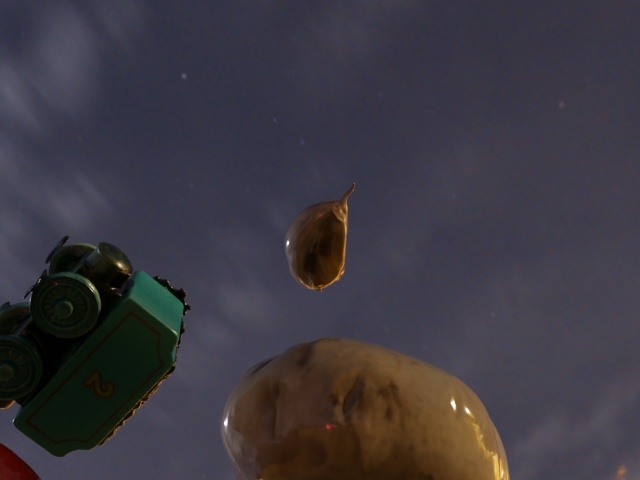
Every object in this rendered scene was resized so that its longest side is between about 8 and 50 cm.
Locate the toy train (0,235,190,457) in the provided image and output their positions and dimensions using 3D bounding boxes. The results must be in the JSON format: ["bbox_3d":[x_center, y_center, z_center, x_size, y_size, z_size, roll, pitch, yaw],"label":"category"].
[{"bbox_3d":[-0.233,0.104,1.031,0.163,0.112,0.203,41,-77,-14],"label":"toy train"}]

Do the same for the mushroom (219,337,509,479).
[{"bbox_3d":[0.026,0.276,1.063,0.315,0.336,0.314,14,-39,11],"label":"mushroom"}]

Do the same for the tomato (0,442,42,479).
[{"bbox_3d":[-0.264,0.218,0.818,0.112,0.228,0.199,-27,-78,-12],"label":"tomato"}]

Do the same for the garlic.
[{"bbox_3d":[-0.006,-0.003,1.311,0.084,0.066,0.152,-28,-45,-35],"label":"garlic"}]
